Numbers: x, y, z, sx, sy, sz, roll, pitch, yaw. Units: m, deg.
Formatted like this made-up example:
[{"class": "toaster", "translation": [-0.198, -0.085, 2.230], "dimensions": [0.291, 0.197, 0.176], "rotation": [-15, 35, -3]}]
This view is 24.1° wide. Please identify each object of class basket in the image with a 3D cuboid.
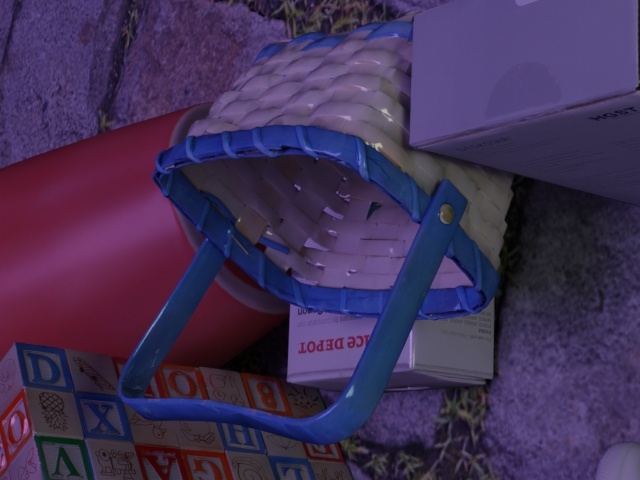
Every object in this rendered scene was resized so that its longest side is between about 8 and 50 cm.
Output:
[{"class": "basket", "translation": [0.000, 0.000, 1.000], "dimensions": [0.254, 0.201, 0.289], "rotation": [2, 52, 51]}]

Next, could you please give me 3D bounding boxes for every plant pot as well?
[{"class": "plant pot", "translation": [-0.148, 0.012, 1.328], "dimensions": [0.243, 0.275, 0.275], "rotation": [-26, 61, 34]}]

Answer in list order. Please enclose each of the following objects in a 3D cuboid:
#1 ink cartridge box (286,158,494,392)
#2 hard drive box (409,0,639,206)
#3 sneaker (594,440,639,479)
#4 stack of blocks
[{"class": "ink cartridge box", "translation": [0.056, 0.008, 1.188], "dimensions": [0.158, 0.092, 0.218], "rotation": [-12, 74, 50]}, {"class": "hard drive box", "translation": [0.199, -0.090, 0.913], "dimensions": [0.181, 0.232, 0.089], "rotation": [-11, 73, 50]}, {"class": "sneaker", "translation": [0.234, 0.225, 0.932], "dimensions": [0.094, 0.080, 0.212], "rotation": [-21, 72, 35]}, {"class": "stack of blocks", "translation": [-0.115, 0.190, 1.191], "dimensions": [0.087, 0.297, 0.171], "rotation": [-49, 45, 32]}]
